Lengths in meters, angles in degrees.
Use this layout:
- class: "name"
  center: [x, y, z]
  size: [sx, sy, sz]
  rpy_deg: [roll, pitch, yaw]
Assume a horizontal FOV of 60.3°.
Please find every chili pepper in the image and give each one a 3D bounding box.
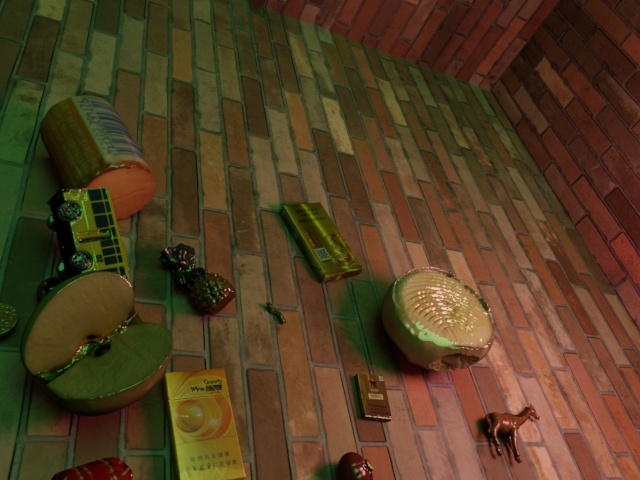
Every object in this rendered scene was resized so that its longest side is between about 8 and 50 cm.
- class: "chili pepper"
  center: [-0.130, 0.210, 1.607]
  size: [0.083, 0.022, 0.027]
  rpy_deg: [47, 40, 9]

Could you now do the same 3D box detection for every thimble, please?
- class: "thimble"
  center: [-0.420, 0.500, 1.009]
  size: [0.124, 0.190, 0.163]
  rpy_deg: [-3, 28, -39]

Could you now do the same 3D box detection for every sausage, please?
- class: "sausage"
  center: [-0.625, -0.230, 1.548]
  size: [0.233, 0.233, 0.287]
  rpy_deg: [-16, 61, -42]

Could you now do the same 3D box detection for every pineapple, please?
- class: "pineapple"
  center: [-0.346, 0.100, 1.515]
  size: [0.237, 0.119, 0.111]
  rpy_deg: [40, 85, 13]

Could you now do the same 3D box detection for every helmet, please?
- class: "helmet"
  center: [-0.649, 0.132, 1.317]
  size: [0.065, 0.049, 0.084]
  rpy_deg: [-1, 78, -69]

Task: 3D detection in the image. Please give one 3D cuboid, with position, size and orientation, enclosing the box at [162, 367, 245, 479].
- class: "box"
  center: [-0.275, 0.431, 1.277]
  size: [0.152, 0.043, 0.270]
  rpy_deg: [5, 49, -31]

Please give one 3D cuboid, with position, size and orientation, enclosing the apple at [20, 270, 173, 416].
- class: "apple"
  center: [-0.486, 0.232, 1.189]
  size: [0.295, 0.233, 0.258]
  rpy_deg: [48, 55, -1]

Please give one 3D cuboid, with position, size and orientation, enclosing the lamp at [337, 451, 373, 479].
- class: "lamp"
  center: [0.085, 0.570, 1.349]
  size: [0.101, 0.090, 0.101]
  rpy_deg: [58, 5, -9]

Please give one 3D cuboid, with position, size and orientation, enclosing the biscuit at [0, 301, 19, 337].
- class: "biscuit"
  center: [-0.794, 0.175, 1.190]
  size: [0.249, 0.036, 0.166]
  rpy_deg: [4, 49, -26]

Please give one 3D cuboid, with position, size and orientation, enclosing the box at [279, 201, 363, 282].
- class: "box"
  center: [0.000, 0.000, 1.882]
  size: [0.172, 0.043, 0.311]
  rpy_deg: [-10, 56, -39]

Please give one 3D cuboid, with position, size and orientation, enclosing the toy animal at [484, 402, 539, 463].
- class: "toy animal"
  center: [0.602, 0.576, 1.707]
  size: [0.224, 0.066, 0.230]
  rpy_deg: [26, 36, -9]

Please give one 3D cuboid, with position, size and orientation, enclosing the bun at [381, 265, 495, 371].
- class: "bun"
  center: [0.355, 0.267, 1.738]
  size: [0.363, 0.202, 0.365]
  rpy_deg: [14, 41, -13]

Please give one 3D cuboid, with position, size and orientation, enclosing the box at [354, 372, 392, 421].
- class: "box"
  center: [0.150, 0.445, 1.564]
  size: [0.090, 0.023, 0.134]
  rpy_deg: [14, 44, -25]

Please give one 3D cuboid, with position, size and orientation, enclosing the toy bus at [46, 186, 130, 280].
- class: "toy bus"
  center: [-0.570, 0.008, 1.360]
  size: [0.150, 0.128, 0.262]
  rpy_deg: [-12, 86, -42]
